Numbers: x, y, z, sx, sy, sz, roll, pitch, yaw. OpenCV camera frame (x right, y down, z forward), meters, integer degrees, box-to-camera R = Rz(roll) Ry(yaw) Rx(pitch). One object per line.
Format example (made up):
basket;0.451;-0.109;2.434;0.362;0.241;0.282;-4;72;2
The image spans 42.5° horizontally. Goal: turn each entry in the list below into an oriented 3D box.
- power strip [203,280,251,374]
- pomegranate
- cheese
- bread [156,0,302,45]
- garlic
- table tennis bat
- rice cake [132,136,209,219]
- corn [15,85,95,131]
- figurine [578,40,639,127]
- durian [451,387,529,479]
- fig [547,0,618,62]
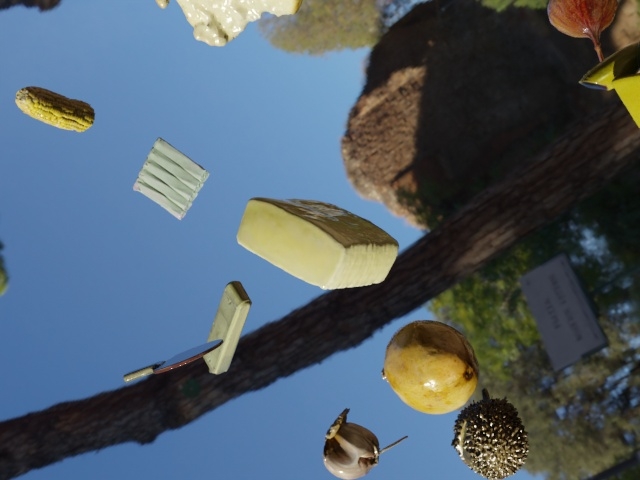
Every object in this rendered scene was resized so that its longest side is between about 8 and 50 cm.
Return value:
power strip;-0.273;0.269;2.393;0.066;0.387;0.092;-12;-127;-33
pomegranate;0.201;0.239;1.558;0.196;0.196;0.196;42;-153;-27
cheese;0.000;0.000;1.688;0.243;0.123;0.266;23;-169;27
bread;-0.157;-0.400;1.093;0.211;0.184;0.223;1;-111;-66
garlic;0.116;0.583;2.447;0.207;0.257;0.207;62;180;-1
table tennis bat;-0.353;0.288;1.960;0.021;0.274;0.154;67;-160;-4
rice cake;-0.440;-0.182;2.416;0.198;0.189;0.037;27;177;18
corn;-0.740;-0.367;2.305;0.101;0.101;0.292;60;-166;12
figurine;0.518;-0.207;1.075;0.326;0.218;0.169;50;-148;20
durian;0.373;0.421;1.805;0.167;0.196;0.196;-4;-123;-28
fig;0.569;-0.468;1.768;0.133;0.146;0.201;67;-159;-61
